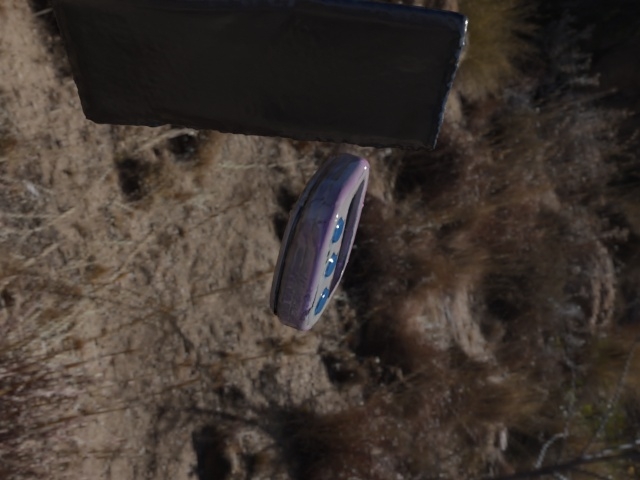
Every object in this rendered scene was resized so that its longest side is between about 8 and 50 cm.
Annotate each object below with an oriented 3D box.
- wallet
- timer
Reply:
[{"bbox_3d":[-0.038,-0.111,0.514,0.124,0.245,0.025,95,0,-59],"label":"wallet"},{"bbox_3d":[0.000,0.000,1.015,0.190,0.069,0.208,-55,161,-56],"label":"timer"}]
